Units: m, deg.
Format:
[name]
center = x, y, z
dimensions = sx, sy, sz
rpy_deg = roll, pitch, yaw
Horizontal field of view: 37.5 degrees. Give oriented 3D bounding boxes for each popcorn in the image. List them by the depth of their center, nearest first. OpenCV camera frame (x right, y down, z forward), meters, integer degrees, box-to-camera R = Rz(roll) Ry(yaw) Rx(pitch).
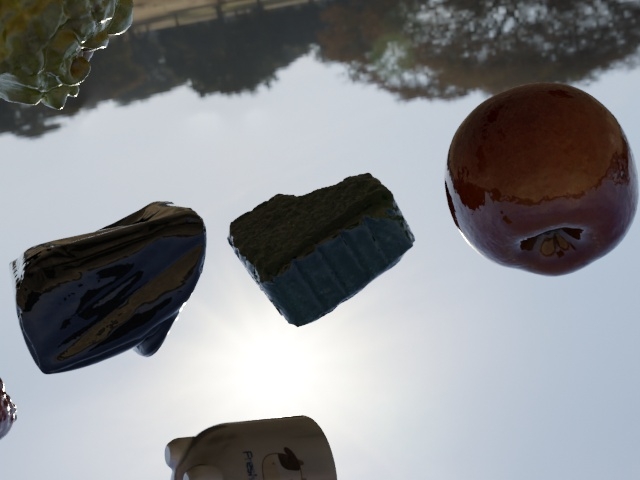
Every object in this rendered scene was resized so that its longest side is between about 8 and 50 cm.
[popcorn]
center = -0.327, -0.256, 1.080
dimensions = 0.181, 0.235, 0.216
rpy_deg = 37, -160, 14

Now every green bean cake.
[green bean cake]
center = 0.000, 0.000, 1.855
dimensions = 0.307, 0.169, 0.300
rpy_deg = -34, -153, -5

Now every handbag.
[handbag]
center = -0.270, 0.063, 1.273
dimensions = 0.275, 0.178, 0.302
rpy_deg = -18, -170, -17

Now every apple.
[apple]
center = 0.252, -0.070, 1.084
dimensions = 0.218, 0.201, 0.218
rpy_deg = 0, 148, 0

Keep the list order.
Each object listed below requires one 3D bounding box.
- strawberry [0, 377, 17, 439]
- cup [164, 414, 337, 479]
[strawberry]
center = -0.377, 0.109, 0.807
dimensions = 0.244, 0.205, 0.205
rpy_deg = 29, -158, 7
[cup]
center = -0.076, 0.261, 0.910
dimensions = 0.141, 0.174, 0.134
rpy_deg = 1, 180, -29
